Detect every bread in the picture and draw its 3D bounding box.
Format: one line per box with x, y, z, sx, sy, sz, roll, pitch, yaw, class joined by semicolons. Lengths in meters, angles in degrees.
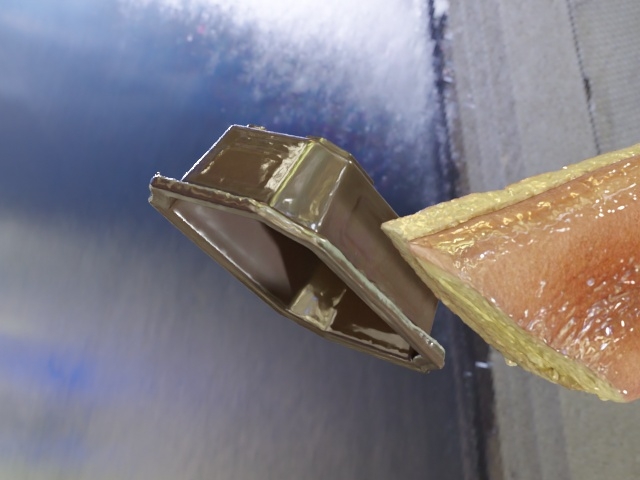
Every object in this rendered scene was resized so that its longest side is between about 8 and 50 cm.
0.131;0.018;0.524;0.067;0.192;0.119;148;105;-69;bread

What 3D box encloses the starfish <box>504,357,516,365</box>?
0.257;0.035;0.902;0.231;0.048;0.295;-27;30;36;starfish

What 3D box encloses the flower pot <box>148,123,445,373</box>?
0.000;0.000;0.811;0.179;0.251;0.084;14;69;41;flower pot
